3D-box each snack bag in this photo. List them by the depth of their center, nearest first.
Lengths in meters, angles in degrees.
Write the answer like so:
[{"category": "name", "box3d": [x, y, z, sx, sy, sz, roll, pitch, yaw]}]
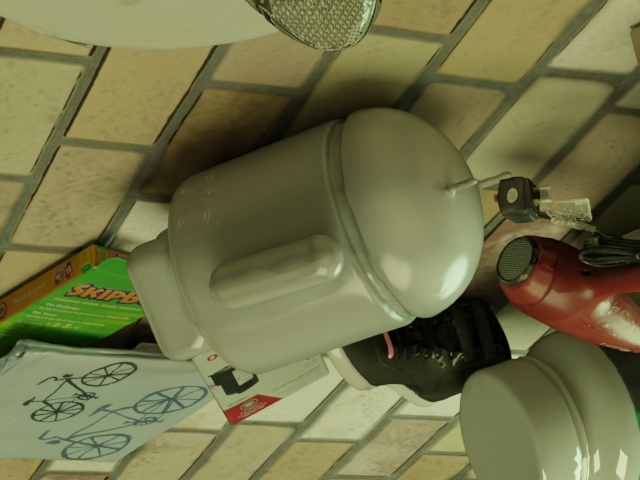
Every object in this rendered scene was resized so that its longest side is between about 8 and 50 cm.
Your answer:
[{"category": "snack bag", "box3d": [-0.286, 0.185, 2.140, 0.342, 0.037, 0.323, 6, 151, -41]}]

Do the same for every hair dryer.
[{"category": "hair dryer", "box3d": [0.271, 0.044, 1.741, 0.223, 0.080, 0.293, 17, 163, 16]}]

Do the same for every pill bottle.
[{"category": "pill bottle", "box3d": [0.350, 0.180, 2.085, 0.361, 0.204, 0.204, -15, 156, -23]}]

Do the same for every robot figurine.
[{"category": "robot figurine", "box3d": [0.000, 0.000, 1.731, 0.353, 0.200, 0.300, -20, -170, 20]}]

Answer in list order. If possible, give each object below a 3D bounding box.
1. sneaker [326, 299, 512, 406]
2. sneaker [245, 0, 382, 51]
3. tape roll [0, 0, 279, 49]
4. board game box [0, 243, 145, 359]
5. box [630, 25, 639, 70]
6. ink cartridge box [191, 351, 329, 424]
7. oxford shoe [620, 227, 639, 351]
[{"category": "sneaker", "box3d": [0.113, 0.106, 2.081, 0.147, 0.105, 0.295, -24, 155, 23]}, {"category": "sneaker", "box3d": [-0.036, -0.214, 1.227, 0.134, 0.146, 0.343, -15, 152, 11]}, {"category": "tape roll", "box3d": [-0.097, -0.270, 1.335, 0.392, 0.072, 0.392, -7, 153, -4]}, {"category": "board game box", "box3d": [-0.262, 0.072, 1.968, 0.259, 0.039, 0.124, -26, 150, 35]}, {"category": "box", "box3d": [0.444, -0.175, 1.618, 0.311, 0.121, 0.148, -26, 149, 29]}, {"category": "ink cartridge box", "box3d": [-0.076, 0.109, 2.008, 0.127, 0.072, 0.175, -28, 149, -3]}, {"category": "oxford shoe", "box3d": [0.387, 0.020, 1.835, 0.169, 0.130, 0.449, -21, 174, -19]}]
